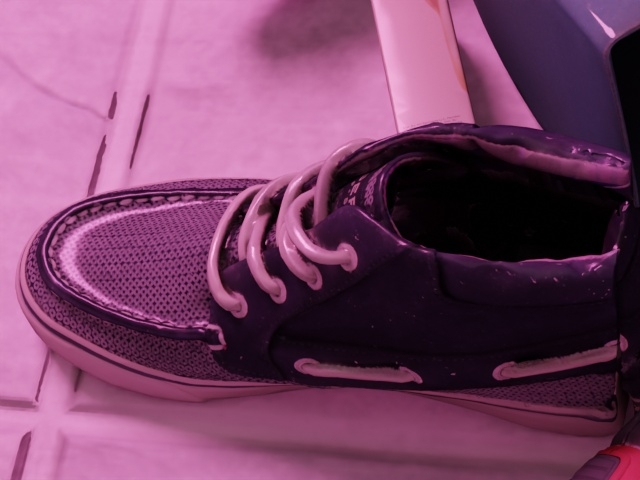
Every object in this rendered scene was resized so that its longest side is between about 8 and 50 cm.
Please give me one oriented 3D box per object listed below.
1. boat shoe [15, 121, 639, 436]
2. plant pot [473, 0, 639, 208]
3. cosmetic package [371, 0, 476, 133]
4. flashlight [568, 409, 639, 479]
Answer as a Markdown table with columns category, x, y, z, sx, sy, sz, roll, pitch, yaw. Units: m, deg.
| category | x | y | z | sx | sy | sz | roll | pitch | yaw |
| --- | --- | --- | --- | --- | --- | --- | --- | --- | --- |
| boat shoe | 0.000 | 0.000 | 0.839 | 0.340 | 0.158 | 0.127 | 4 | 61 | 14 |
| plant pot | 0.159 | -0.148 | 0.895 | 0.166 | 0.165 | 0.234 | -30 | 51 | -6 |
| cosmetic package | 0.056 | -0.077 | 0.931 | 0.041 | 0.060 | 0.115 | -11 | 60 | 4 |
| flashlight | 0.194 | 0.089 | 0.789 | 0.304 | 0.103 | 0.103 | -41 | 60 | -18 |
